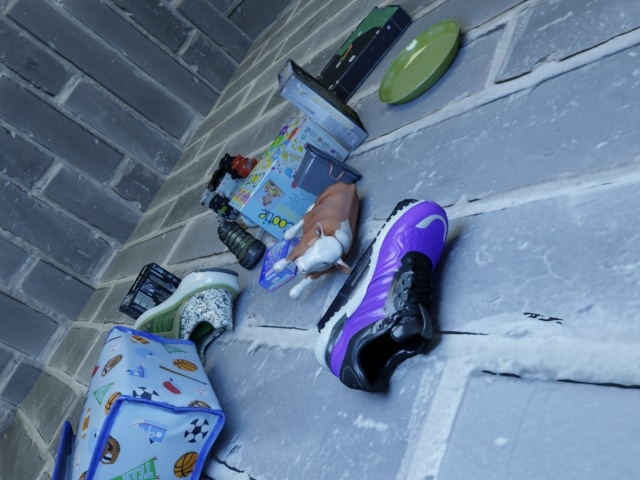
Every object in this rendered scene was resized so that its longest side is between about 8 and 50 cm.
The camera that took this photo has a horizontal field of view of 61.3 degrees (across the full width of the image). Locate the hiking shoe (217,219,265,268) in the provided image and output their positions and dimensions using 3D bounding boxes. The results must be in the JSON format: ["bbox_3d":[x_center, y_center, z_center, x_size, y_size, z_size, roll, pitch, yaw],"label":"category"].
[{"bbox_3d":[-0.223,0.004,1.424,0.086,0.114,0.227,-55,25,-3],"label":"hiking shoe"}]

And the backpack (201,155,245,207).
[{"bbox_3d":[-0.327,-0.176,1.844,0.152,0.115,0.182,-37,28,56],"label":"backpack"}]

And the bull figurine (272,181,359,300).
[{"bbox_3d":[0.000,0.000,1.032,0.188,0.101,0.310,-38,15,33],"label":"bull figurine"}]

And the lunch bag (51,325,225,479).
[{"bbox_3d":[-0.380,0.410,1.052,0.385,0.239,0.328,-68,24,7],"label":"lunch bag"}]

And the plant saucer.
[{"bbox_3d":[0.231,-0.402,1.247,0.241,0.037,0.241,-40,28,26],"label":"plant saucer"}]

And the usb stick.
[{"bbox_3d":[0.085,0.051,0.908,0.278,0.045,0.077,-56,16,-6],"label":"usb stick"}]

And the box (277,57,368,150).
[{"bbox_3d":[0.002,-0.337,1.333,0.056,0.231,0.183,-48,24,19],"label":"box"}]

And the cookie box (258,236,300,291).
[{"bbox_3d":[-0.091,0.050,1.223,0.092,0.040,0.107,-34,31,35],"label":"cookie box"}]

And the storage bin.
[{"bbox_3d":[0.011,-0.140,1.197,0.091,0.135,0.098,-60,23,14],"label":"storage bin"}]

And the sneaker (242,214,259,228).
[{"bbox_3d":[-0.140,-0.131,1.490,0.229,0.087,0.092,-51,0,-18],"label":"sneaker"}]

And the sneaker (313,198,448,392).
[{"bbox_3d":[0.118,0.085,0.756,0.293,0.102,0.146,-59,29,-1],"label":"sneaker"}]

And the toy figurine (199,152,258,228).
[{"bbox_3d":[-0.252,-0.153,1.660,0.210,0.148,0.213,-62,28,-5],"label":"toy figurine"}]

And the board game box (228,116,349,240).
[{"bbox_3d":[-0.082,-0.154,1.347,0.275,0.144,0.142,-54,24,-3],"label":"board game box"}]

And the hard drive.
[{"bbox_3d":[0.108,-0.551,1.627,0.339,0.064,0.237,-51,25,8],"label":"hard drive"}]

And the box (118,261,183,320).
[{"bbox_3d":[-0.441,0.172,1.512,0.077,0.180,0.147,-17,44,50],"label":"box"}]

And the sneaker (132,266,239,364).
[{"bbox_3d":[-0.342,0.239,1.324,0.410,0.158,0.182,-45,43,30],"label":"sneaker"}]

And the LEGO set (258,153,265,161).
[{"bbox_3d":[-0.187,-0.280,1.851,0.083,0.023,0.054,-36,29,6],"label":"LEGO set"}]
